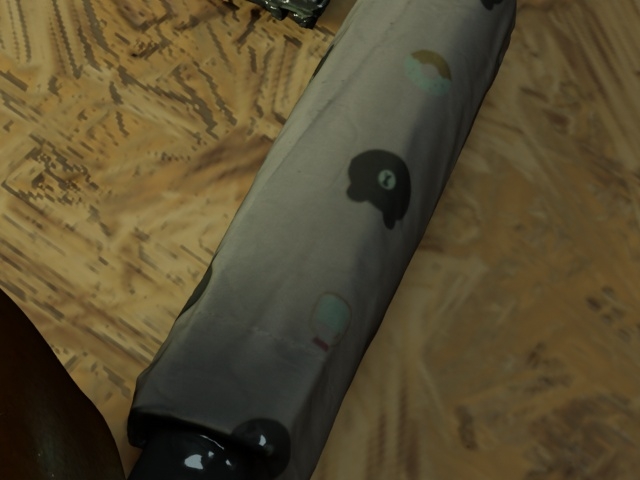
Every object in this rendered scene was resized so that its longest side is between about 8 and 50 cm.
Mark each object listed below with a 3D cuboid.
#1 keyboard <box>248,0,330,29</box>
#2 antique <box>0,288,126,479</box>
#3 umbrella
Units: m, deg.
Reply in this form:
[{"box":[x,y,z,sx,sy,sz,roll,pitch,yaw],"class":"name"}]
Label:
[{"box":[0.005,-0.185,0.863,0.072,0.023,0.231,21,50,6],"class":"keyboard"},{"box":[-0.122,0.117,0.469,0.129,0.223,0.278,4,19,-19],"class":"antique"},{"box":[0.000,0.000,0.690,0.073,0.067,0.337,5,46,25],"class":"umbrella"}]
